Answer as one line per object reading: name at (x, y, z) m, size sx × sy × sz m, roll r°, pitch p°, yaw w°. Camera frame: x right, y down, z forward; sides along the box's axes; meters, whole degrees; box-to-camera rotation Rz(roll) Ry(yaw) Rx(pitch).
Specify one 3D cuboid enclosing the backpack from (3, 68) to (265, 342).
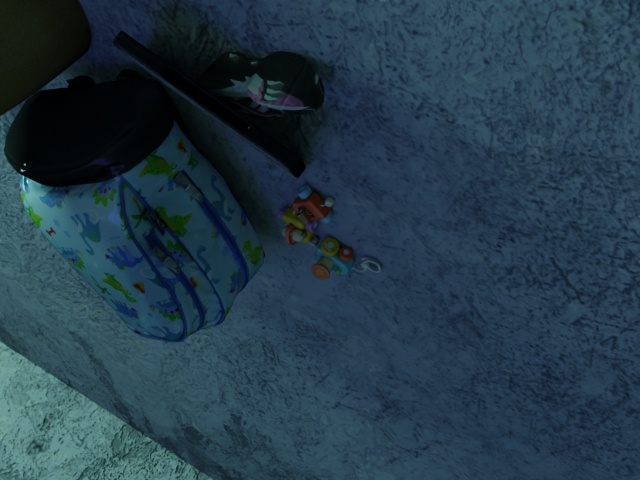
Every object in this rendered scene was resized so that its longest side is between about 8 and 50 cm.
backpack at (-0.238, -0.030, 1.810) m, size 0.290 × 0.273 × 0.355 m, roll 2°, pitch 153°, yaw 41°

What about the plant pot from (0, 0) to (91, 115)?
plant pot at (-0.465, -0.237, 1.688) m, size 0.237 × 0.254 × 0.237 m, roll 30°, pitch 155°, yaw 15°

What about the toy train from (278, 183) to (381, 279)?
toy train at (0.000, 0.000, 1.752) m, size 0.125 × 0.046 × 0.166 m, roll -1°, pitch 136°, yaw 53°

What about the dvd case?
dvd case at (-0.127, -0.158, 1.581) m, size 0.253 × 0.022 × 0.180 m, roll 36°, pitch -179°, yaw 1°

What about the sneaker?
sneaker at (-0.053, -0.170, 1.516) m, size 0.178 × 0.072 × 0.077 m, roll 22°, pitch 164°, yaw 46°
